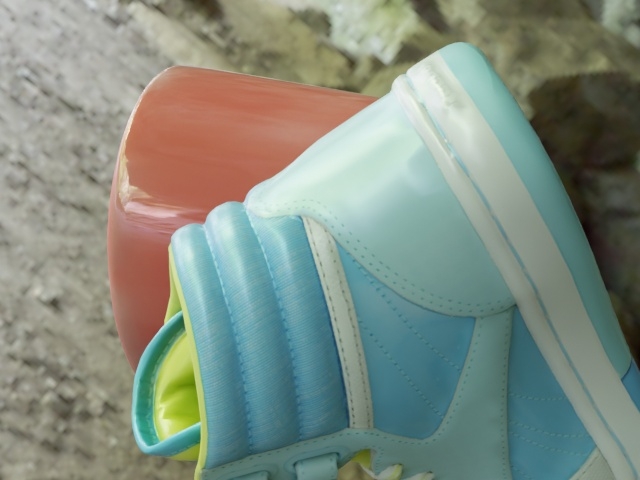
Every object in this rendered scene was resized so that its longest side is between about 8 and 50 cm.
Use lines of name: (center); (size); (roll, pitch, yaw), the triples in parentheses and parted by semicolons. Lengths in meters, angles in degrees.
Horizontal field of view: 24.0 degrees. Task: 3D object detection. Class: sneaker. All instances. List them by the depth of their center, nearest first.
sneaker: (0.036, 0.080, 0.682); (0.319, 0.208, 0.127); (62, 2, -34)

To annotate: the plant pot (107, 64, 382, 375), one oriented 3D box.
plant pot: (0.000, 0.000, 1.164); (0.243, 0.275, 0.275); (3, 0, 17)
